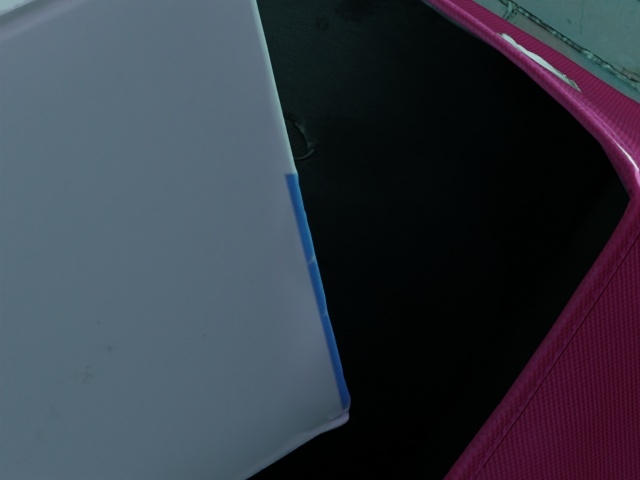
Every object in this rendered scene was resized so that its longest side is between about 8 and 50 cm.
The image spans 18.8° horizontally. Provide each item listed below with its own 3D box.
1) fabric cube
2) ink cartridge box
[{"bbox_3d":[0.055,0.065,0.713,0.258,0.259,0.254,24,15,-39],"label":"fabric cube"},{"bbox_3d":[-0.135,-0.023,0.577,0.233,0.168,0.171,35,-33,48],"label":"ink cartridge box"}]
